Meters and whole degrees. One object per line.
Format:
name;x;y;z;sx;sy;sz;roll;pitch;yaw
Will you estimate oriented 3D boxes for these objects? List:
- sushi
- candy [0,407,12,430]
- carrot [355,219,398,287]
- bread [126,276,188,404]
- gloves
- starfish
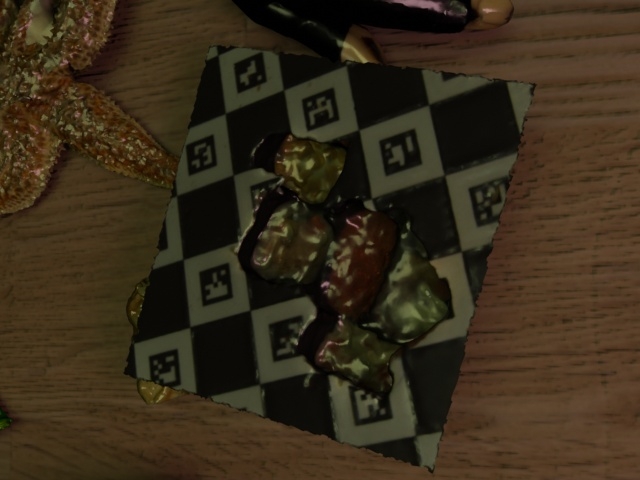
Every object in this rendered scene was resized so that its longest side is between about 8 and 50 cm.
sushi;0.000;0.000;0.603;0.292;0.059;0.293;12;83;28
candy;-0.386;0.143;0.759;0.102;0.032;0.178;-42;76;7
carrot;0.059;0.007;0.626;0.048;0.048;0.139;36;100;15
bread;-0.138;0.083;0.669;0.060;0.066;0.110;-10;88;29
gloves;0.010;-0.235;0.610;0.301;0.152;0.197;18;121;3
starfish;-0.242;-0.178;0.703;0.302;0.084;0.293;-5;88;20
